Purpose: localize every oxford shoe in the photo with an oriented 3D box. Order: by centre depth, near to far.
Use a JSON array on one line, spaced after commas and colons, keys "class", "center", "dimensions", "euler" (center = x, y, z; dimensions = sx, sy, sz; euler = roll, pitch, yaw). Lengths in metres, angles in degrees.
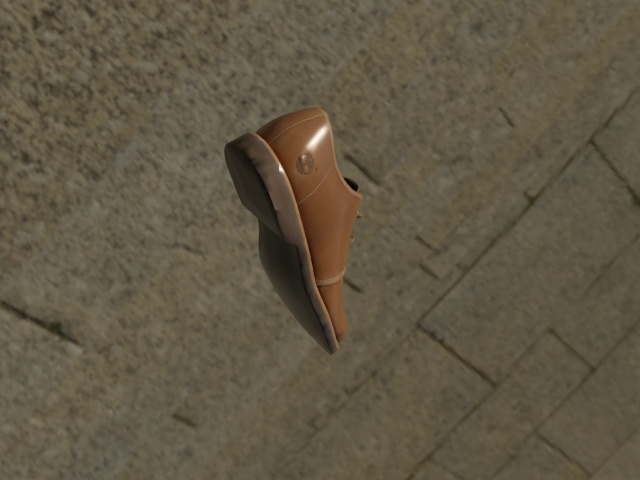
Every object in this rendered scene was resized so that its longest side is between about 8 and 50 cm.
[{"class": "oxford shoe", "center": [0.000, 0.000, 0.807], "dimensions": [0.076, 0.076, 0.212], "euler": [-34, 143, -18]}]
